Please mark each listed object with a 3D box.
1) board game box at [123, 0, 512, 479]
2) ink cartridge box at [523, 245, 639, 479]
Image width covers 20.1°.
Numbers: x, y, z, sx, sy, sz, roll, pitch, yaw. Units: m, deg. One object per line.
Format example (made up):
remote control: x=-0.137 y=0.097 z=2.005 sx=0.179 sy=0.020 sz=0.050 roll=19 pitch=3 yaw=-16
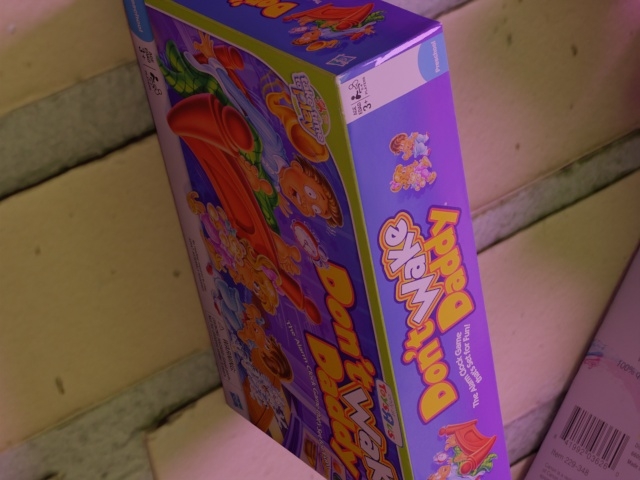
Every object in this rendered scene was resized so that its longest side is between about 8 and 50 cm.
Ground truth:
board game box: x=0.000 y=0.000 z=1.149 sx=0.078 sy=0.233 sz=0.347 roll=-29 pitch=125 yaw=-26
ink cartridge box: x=0.328 y=0.149 z=1.483 sx=0.131 sy=0.226 sz=0.306 roll=24 pitch=96 yaw=-42
